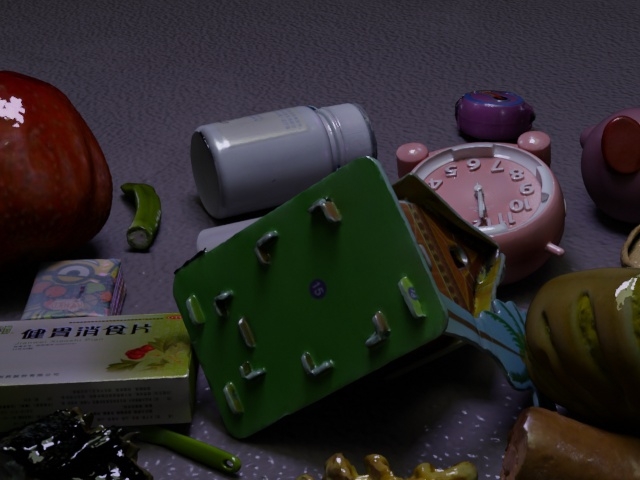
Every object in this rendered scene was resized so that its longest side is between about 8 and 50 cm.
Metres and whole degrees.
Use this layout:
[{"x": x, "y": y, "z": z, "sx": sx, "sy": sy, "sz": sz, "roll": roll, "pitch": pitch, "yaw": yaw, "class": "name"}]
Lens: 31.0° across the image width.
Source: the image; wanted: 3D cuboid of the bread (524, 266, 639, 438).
[{"x": 0.360, "y": 0.125, "z": 1.149, "sx": 0.333, "sy": 0.160, "sz": 0.333, "roll": 11, "pitch": -12, "yaw": 2, "class": "bread"}]

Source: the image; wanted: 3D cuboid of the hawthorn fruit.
[{"x": -0.436, "y": -0.117, "z": 1.542, "sx": 0.287, "sy": 0.330, "sz": 0.287, "roll": -19, "pitch": 1, "yaw": 0, "class": "hawthorn fruit"}]

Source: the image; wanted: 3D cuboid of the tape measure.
[{"x": 0.293, "y": -0.210, "z": 1.937, "sx": 0.125, "sy": 0.074, "sz": 0.118, "roll": -10, "pitch": 24, "yaw": -25, "class": "tape measure"}]

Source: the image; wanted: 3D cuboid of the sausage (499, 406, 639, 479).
[{"x": 0.304, "y": 0.231, "z": 1.081, "sx": 0.270, "sy": 0.109, "sz": 0.109, "roll": 11, "pitch": 30, "yaw": 6, "class": "sausage"}]

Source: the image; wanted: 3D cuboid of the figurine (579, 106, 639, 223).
[{"x": 0.454, "y": -0.107, "z": 1.645, "sx": 0.173, "sy": 0.173, "sz": 0.173, "roll": -1, "pitch": 29, "yaw": 1, "class": "figurine"}]

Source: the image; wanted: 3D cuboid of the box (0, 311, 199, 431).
[{"x": -0.270, "y": 0.146, "z": 1.304, "sx": 0.260, "sy": 0.062, "sz": 0.175, "roll": -3, "pitch": 19, "yaw": -1, "class": "box"}]

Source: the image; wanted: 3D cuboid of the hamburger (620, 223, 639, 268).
[{"x": 0.487, "y": 0.035, "z": 1.407, "sx": 0.243, "sy": 0.146, "sz": 0.286, "roll": -5, "pitch": 34, "yaw": 7, "class": "hamburger"}]

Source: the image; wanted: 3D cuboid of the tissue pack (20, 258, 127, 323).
[{"x": -0.309, "y": 0.079, "z": 1.453, "sx": 0.108, "sy": 0.060, "sz": 0.148, "roll": -3, "pitch": 28, "yaw": 0, "class": "tissue pack"}]

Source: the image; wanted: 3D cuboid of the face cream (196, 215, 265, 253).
[{"x": 0.000, "y": 0.000, "z": 1.475, "sx": 0.311, "sy": 0.092, "sz": 0.092, "roll": -11, "pitch": 27, "yaw": 12, "class": "face cream"}]

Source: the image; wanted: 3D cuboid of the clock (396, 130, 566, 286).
[{"x": 0.215, "y": -0.022, "z": 1.546, "sx": 0.227, "sy": 0.142, "sz": 0.241, "roll": -6, "pitch": 38, "yaw": 5, "class": "clock"}]

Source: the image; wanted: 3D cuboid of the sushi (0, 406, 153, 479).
[{"x": -0.228, "y": 0.229, "z": 1.087, "sx": 0.115, "sy": 0.147, "sz": 0.212, "roll": -26, "pitch": 33, "yaw": -37, "class": "sushi"}]

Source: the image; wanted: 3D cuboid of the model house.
[{"x": 0.081, "y": 0.116, "z": 1.311, "sx": 0.300, "sy": 0.340, "sz": 0.323, "roll": -32, "pitch": -15, "yaw": 29, "class": "model house"}]

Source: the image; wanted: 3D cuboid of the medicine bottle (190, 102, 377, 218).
[{"x": -0.054, "y": -0.126, "z": 1.729, "sx": 0.258, "sy": 0.143, "sz": 0.143, "roll": -14, "pitch": 31, "yaw": -20, "class": "medicine bottle"}]

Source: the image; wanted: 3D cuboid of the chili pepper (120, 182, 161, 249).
[{"x": -0.261, "y": -0.047, "z": 1.702, "sx": 0.052, "sy": 0.050, "sz": 0.202, "roll": 29, "pitch": 17, "yaw": -23, "class": "chili pepper"}]

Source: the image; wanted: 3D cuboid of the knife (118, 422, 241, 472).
[{"x": -0.160, "y": 0.214, "z": 1.238, "sx": 0.184, "sy": 0.022, "sz": 0.026, "roll": 14, "pitch": 13, "yaw": 30, "class": "knife"}]

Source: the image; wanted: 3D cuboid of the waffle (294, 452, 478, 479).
[{"x": 0.064, "y": 0.296, "z": 1.034, "sx": 0.283, "sy": 0.065, "sz": 0.309, "roll": 15, "pitch": 28, "yaw": 24, "class": "waffle"}]
